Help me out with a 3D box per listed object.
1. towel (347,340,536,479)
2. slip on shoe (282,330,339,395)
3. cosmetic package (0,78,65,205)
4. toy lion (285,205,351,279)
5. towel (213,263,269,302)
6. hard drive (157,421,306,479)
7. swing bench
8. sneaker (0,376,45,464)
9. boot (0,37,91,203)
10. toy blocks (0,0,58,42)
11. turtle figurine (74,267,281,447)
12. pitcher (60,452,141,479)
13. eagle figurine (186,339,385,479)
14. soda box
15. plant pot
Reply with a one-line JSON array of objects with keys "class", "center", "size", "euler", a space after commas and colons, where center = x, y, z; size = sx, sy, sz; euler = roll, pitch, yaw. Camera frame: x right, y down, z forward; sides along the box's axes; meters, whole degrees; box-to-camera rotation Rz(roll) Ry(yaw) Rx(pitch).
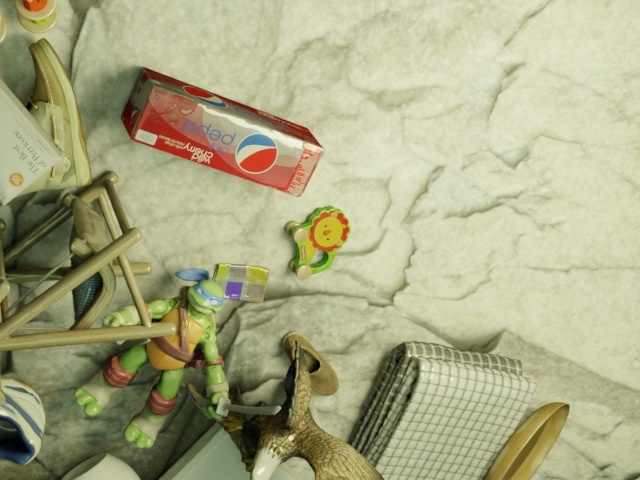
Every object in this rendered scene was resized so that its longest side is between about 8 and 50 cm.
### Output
[{"class": "towel", "center": [0.181, 0.301, 2.110], "size": [0.235, 0.121, 0.283], "euler": [12, 114, -30]}, {"class": "slip on shoe", "center": [-0.012, 0.197, 2.042], "size": [0.051, 0.041, 0.135], "euler": [-32, 120, -1]}, {"class": "cosmetic package", "center": [-0.436, -0.166, 1.653], "size": [0.099, 0.060, 0.239], "euler": [-39, 103, 4]}, {"class": "toy lion", "center": [0.000, 0.000, 1.962], "size": [0.096, 0.034, 0.100], "euler": [-14, 118, -19]}, {"class": "towel", "center": [-0.119, 0.063, 1.962], "size": [0.083, 0.009, 0.060], "euler": [8, 112, -21]}, {"class": "hard drive", "center": [-0.192, 0.445, 2.103], "size": [0.307, 0.040, 0.203], "euler": [-46, 119, 6]}, {"class": "swing bench", "center": [-0.349, 0.056, 1.741], "size": [0.255, 0.253, 0.165], "euler": [-21, 114, -8]}, {"class": "sneaker", "center": [-0.528, 0.238, 1.846], "size": [0.296, 0.131, 0.111], "euler": [11, 112, -21]}, {"class": "boot", "center": [-0.399, -0.148, 1.732], "size": [0.165, 0.077, 0.213], "euler": [-16, 122, -14]}, {"class": "toy blocks", "center": [-0.387, -0.291, 1.628], "size": [0.123, 0.148, 0.054], "euler": [-18, 85, -9]}, {"class": "turtle figurine", "center": [-0.231, 0.189, 1.851], "size": [0.198, 0.274, 0.266], "euler": [16, 128, -35]}, {"class": "pitcher", "center": [-0.326, 0.439, 1.999], "size": [0.178, 0.125, 0.207], "euler": [-26, 99, 22]}, {"class": "eagle figurine", "center": [-0.035, 0.279, 1.909], "size": [0.226, 0.298, 0.225], "euler": [19, 64, -33]}, {"class": "soda box", "center": [-0.134, -0.146, 1.811], "size": [0.263, 0.092, 0.083], "euler": [19, 107, -24]}, {"class": "plant pot", "center": [0.328, 0.356, 2.165], "size": [0.236, 0.032, 0.236], "euler": [-43, 156, -25]}]
